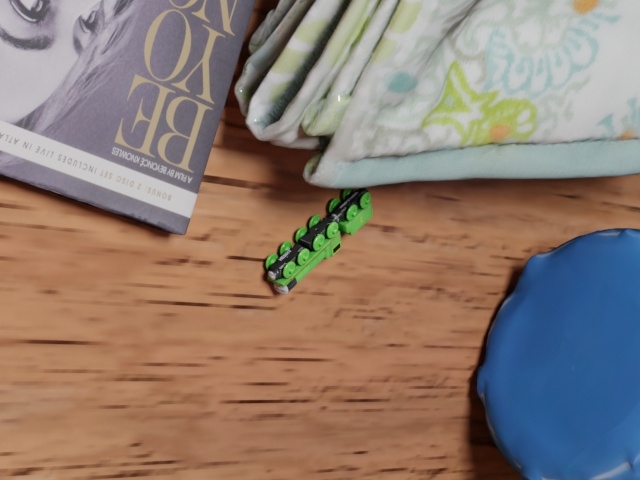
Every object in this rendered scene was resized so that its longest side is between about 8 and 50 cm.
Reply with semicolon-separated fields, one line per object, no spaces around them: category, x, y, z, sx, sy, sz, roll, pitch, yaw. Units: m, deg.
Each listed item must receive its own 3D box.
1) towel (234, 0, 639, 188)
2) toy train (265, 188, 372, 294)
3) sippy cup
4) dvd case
towel;0.155;-0.176;0.833;0.374;0.090;0.321;-7;133;-42
toy train;0.000;0.000;0.879;0.083;0.017;0.024;-43;141;-34
sippy cup;0.228;0.099;1.036;0.224;0.240;0.306;24;52;-41
dvd case;-0.086;-0.126;0.736;0.164;0.018;0.221;21;85;-51
